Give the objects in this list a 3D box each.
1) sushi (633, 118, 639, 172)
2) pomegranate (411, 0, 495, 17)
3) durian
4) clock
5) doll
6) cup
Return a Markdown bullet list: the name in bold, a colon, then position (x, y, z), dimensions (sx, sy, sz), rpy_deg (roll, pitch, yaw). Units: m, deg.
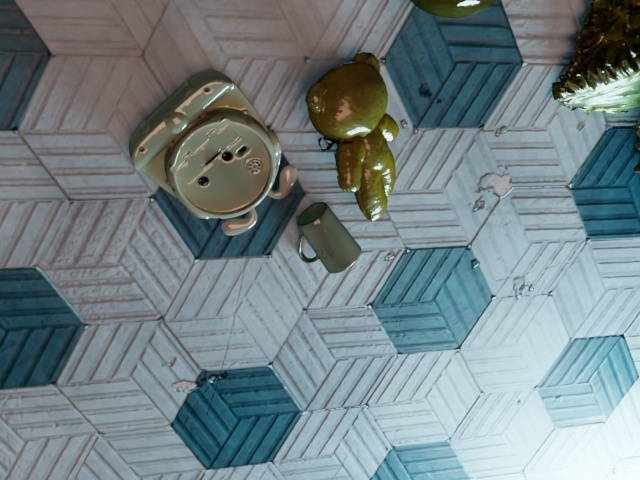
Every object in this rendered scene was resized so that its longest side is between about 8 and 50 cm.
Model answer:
- **sushi**: position (0.524, -0.133, 1.001), dimensions (0.170, 0.211, 0.350), rpy_deg (-20, 154, 0)
- **pomegranate**: position (0.171, -0.335, 0.891), dimensions (0.191, 0.131, 0.152), rpy_deg (-20, 115, -32)
- **durian**: position (0.469, -0.300, 1.023), dimensions (0.394, 0.163, 0.198), rpy_deg (-35, 158, 6)
- **clock**: position (-0.120, -0.095, 0.945), dimensions (0.151, 0.062, 0.191), rpy_deg (-42, 119, 5)
- **doll**: position (0.040, -0.122, 0.969), dimensions (0.137, 0.097, 0.209), rpy_deg (-47, 135, -36)
- **cup**: position (0.004, -0.004, 1.038), dimensions (0.083, 0.075, 0.054), rpy_deg (54, 55, -26)
